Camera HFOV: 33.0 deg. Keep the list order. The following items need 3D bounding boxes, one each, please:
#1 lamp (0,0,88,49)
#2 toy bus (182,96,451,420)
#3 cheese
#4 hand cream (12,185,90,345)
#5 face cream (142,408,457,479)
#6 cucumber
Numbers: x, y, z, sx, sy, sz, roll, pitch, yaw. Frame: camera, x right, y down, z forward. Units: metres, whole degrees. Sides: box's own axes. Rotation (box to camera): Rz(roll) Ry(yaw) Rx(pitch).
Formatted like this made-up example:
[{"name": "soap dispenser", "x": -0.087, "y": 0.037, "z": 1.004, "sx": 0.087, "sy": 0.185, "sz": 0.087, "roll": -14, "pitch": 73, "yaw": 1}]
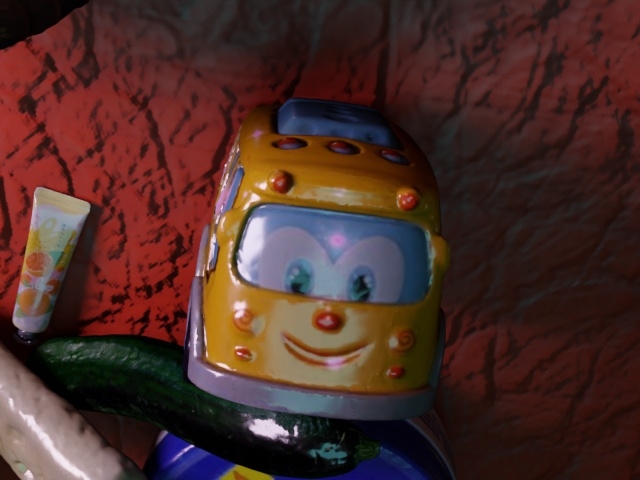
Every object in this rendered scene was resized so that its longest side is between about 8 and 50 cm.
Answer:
[{"name": "lamp", "x": -0.193, "y": -0.185, "z": 0.459, "sx": 0.246, "sy": 0.247, "sz": 0.247, "roll": 0, "pitch": 117, "yaw": 0}, {"name": "toy bus", "x": 0.000, "y": 0.000, "z": 0.559, "sx": 0.126, "sy": 0.209, "sz": 0.136, "roll": 8, "pitch": 105, "yaw": -5}, {"name": "cheese", "x": -0.179, "y": 0.105, "z": 0.643, "sx": 0.194, "sy": 0.043, "sz": 0.065, "roll": 36, "pitch": 129, "yaw": 23}, {"name": "hand cream", "x": -0.171, "y": 0.018, "z": 0.667, "sx": 0.035, "sy": 0.022, "sz": 0.102, "roll": 19, "pitch": 111, "yaw": -3}, {"name": "face cream", "x": -0.014, "y": 0.169, "z": 0.691, "sx": 0.205, "sy": 0.111, "sz": 0.206, "roll": 0, "pitch": 116, "yaw": 1}, {"name": "cucumber", "x": -0.084, "y": 0.086, "z": 0.607, "sx": 0.284, "sy": 0.056, "sz": 0.056, "roll": 5, "pitch": 125, "yaw": 43}]
